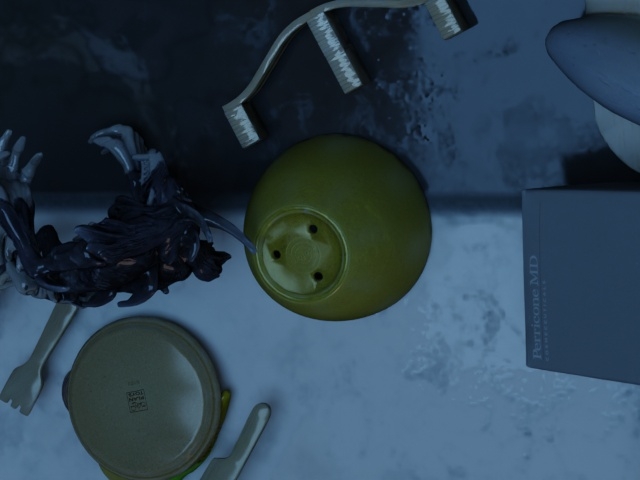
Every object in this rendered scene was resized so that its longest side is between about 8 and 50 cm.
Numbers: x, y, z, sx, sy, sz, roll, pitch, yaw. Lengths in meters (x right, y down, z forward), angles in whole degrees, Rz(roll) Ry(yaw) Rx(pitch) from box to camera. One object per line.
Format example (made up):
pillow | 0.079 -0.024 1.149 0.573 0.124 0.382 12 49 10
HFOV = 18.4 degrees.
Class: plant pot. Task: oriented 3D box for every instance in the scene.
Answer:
plant pot | 0.000 0.000 1.362 0.134 0.095 0.134 4 103 17

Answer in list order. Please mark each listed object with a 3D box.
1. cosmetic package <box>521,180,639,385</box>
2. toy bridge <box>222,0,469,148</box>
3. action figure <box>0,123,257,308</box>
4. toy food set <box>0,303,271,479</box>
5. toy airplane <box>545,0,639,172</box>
cosmetic package | 0.232 0.026 1.223 0.238 0.107 0.127 0 94 56
toy bridge | 0.012 -0.133 1.366 0.188 0.026 0.063 -28 92 21
action figure | -0.176 -0.014 1.368 0.276 0.164 0.140 -15 80 31
toy food set | -0.131 0.120 1.467 0.192 0.038 0.132 33 103 14
toy airplane | 0.202 -0.242 1.148 0.386 0.272 0.384 44 133 -13
